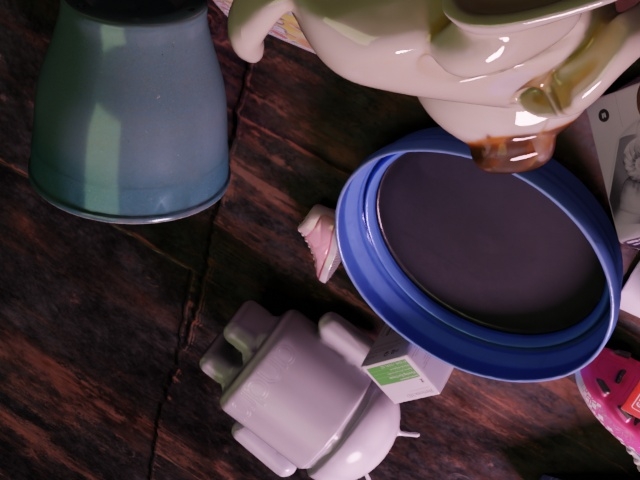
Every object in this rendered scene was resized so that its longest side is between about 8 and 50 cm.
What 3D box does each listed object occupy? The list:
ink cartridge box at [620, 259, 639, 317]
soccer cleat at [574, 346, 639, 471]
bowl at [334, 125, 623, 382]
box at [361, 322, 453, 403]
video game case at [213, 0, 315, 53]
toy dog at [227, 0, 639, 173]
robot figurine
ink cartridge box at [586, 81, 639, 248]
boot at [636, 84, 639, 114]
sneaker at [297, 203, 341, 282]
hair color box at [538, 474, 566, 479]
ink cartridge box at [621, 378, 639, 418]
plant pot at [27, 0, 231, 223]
[{"bbox_3d":[0.519,0.135,1.237,0.354,0.119,0.207,28,140,12],"label":"ink cartridge box"},{"bbox_3d":[0.455,0.278,1.437,0.331,0.116,0.143,38,143,-2],"label":"soccer cleat"},{"bbox_3d":[0.205,0.020,1.387,0.391,0.077,0.391,22,139,21],"label":"bowl"},{"bbox_3d":[0.137,0.173,1.583,0.087,0.102,0.101,48,140,-17],"label":"box"},{"bbox_3d":[-0.039,-0.263,1.235,0.227,0.026,0.206,25,178,14],"label":"video game case"},{"bbox_3d":[0.154,-0.203,0.989,0.395,0.408,0.284,-33,68,14],"label":"toy dog"},{"bbox_3d":[-0.019,0.251,1.702,0.353,0.200,0.300,37,117,-1],"label":"robot figurine"},{"bbox_3d":[0.391,-0.068,1.081,0.223,0.045,0.223,-20,83,52],"label":"ink cartridge box"},{"bbox_3d":[0.436,-0.102,0.918,0.305,0.112,0.115,21,156,6],"label":"boot"},{"bbox_3d":[0.000,0.000,1.553,0.070,0.051,0.134,28,138,14],"label":"sneaker"},{"bbox_3d":[0.459,0.467,1.564,0.174,0.105,0.347,51,156,-19],"label":"hair color box"},{"bbox_3d":[0.494,0.170,1.135,0.261,0.066,0.296,27,131,11],"label":"ink cartridge box"},{"bbox_3d":[-0.246,-0.200,1.383,0.272,0.271,0.255,20,125,20],"label":"plant pot"}]
